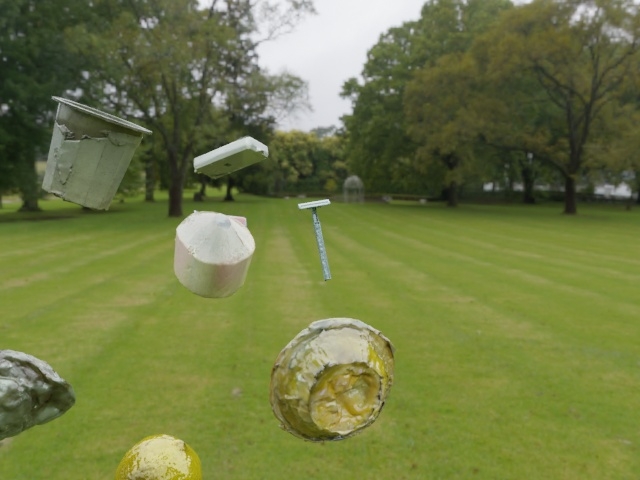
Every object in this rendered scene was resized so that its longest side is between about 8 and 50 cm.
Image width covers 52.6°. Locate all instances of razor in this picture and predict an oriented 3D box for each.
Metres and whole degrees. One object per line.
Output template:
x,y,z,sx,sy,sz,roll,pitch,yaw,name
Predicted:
-0.001,0.001,1.694,0.084,0.211,0.036,-10,-4,-9,razor

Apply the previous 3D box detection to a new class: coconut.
-0.197,0.019,1.205,0.147,0.152,0.147,10,40,-8,coconut

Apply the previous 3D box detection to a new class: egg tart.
0.042,0.321,1.429,0.315,0.314,0.120,-1,13,-21,egg tart

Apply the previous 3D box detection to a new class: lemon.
-0.463,0.689,1.846,0.268,0.267,0.267,3,8,0,lemon

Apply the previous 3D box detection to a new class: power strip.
-0.216,-0.196,1.555,0.192,0.035,0.081,-17,-21,29,power strip

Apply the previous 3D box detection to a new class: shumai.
-0.895,0.485,1.830,0.304,0.309,0.263,24,44,2,shumai

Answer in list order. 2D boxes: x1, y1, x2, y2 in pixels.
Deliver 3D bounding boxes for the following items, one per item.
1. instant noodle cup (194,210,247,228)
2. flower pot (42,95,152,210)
-0.264,-0.019,1.698,0.136,0.127,0.127,-1,9,-12,instant noodle cup
-0.495,-0.180,1.374,0.212,0.202,0.212,22,3,-1,flower pot
